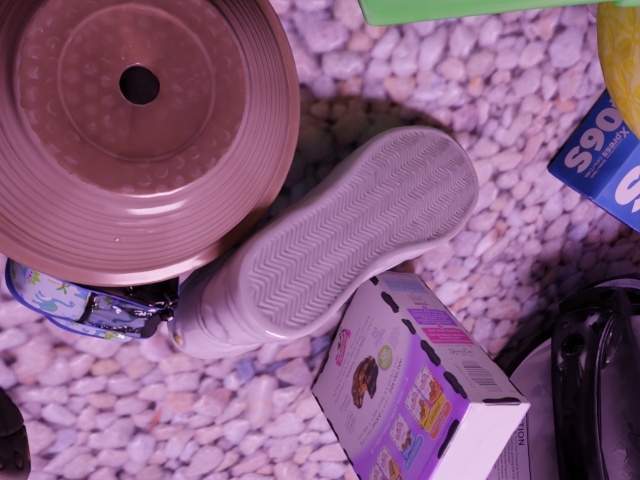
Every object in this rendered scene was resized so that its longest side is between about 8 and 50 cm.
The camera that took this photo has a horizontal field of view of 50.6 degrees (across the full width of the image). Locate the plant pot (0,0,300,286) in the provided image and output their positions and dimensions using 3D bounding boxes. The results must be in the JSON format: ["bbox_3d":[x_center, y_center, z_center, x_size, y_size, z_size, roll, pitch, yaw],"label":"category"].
[{"bbox_3d":[-0.112,-0.086,0.396,0.237,0.109,0.238,-2,95,-23],"label":"plant pot"}]

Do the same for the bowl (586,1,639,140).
[{"bbox_3d":[0.294,-0.198,0.495,0.289,0.156,0.290,-21,131,-26],"label":"bowl"}]

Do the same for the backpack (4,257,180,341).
[{"bbox_3d":[-0.167,0.018,0.499,0.114,0.105,0.084,21,131,-24],"label":"backpack"}]

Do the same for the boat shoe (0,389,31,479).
[{"bbox_3d":[-0.354,0.119,0.468,0.119,0.123,0.324,-34,128,3],"label":"boat shoe"}]

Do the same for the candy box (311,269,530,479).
[{"bbox_3d":[0.081,0.147,0.640,0.070,0.196,0.165,6,118,-29],"label":"candy box"}]

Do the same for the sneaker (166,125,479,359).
[{"bbox_3d":[0.000,0.000,0.576,0.292,0.169,0.108,-30,93,-40],"label":"sneaker"}]

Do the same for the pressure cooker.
[{"bbox_3d":[0.387,0.259,0.752,0.420,0.370,0.376,23,106,-38],"label":"pressure cooker"}]

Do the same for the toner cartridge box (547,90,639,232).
[{"bbox_3d":[0.397,-0.165,0.663,0.165,0.075,0.348,22,109,-36],"label":"toner cartridge box"}]

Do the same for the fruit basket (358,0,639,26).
[{"bbox_3d":[0.136,-0.334,0.329,0.391,0.283,0.392,-3,130,-4],"label":"fruit basket"}]
